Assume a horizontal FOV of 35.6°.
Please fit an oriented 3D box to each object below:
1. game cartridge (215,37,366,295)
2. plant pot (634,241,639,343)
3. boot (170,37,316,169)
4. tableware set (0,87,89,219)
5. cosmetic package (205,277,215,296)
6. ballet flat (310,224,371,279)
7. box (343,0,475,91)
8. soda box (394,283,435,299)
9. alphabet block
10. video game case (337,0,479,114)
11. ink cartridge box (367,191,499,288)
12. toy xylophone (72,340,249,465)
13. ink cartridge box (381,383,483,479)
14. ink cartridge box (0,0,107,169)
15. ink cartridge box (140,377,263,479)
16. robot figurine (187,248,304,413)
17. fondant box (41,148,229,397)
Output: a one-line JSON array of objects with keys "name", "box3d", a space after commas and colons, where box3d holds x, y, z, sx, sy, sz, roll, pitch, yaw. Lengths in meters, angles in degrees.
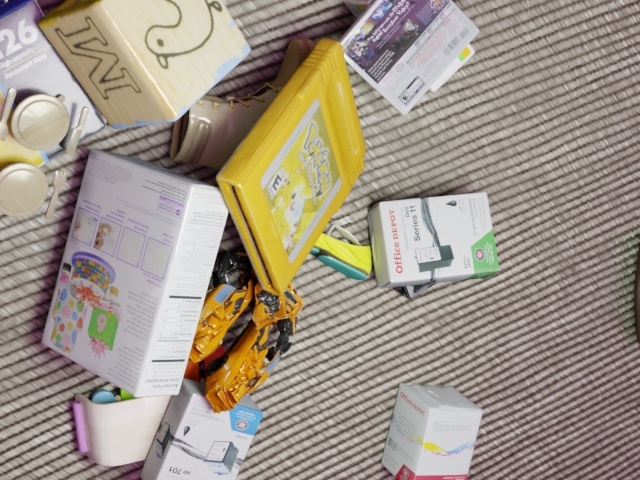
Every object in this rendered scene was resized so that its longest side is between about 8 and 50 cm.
[{"name": "game cartridge", "box3d": [-0.030, -0.116, 1.608, 0.323, 0.053, 0.285, -56, 149, -28]}, {"name": "plant pot", "box3d": [0.743, 0.121, 2.080, 0.215, 0.215, 0.230, -4, 121, -23]}, {"name": "boot", "box3d": [-0.126, -0.229, 1.640, 0.204, 0.095, 0.262, 15, 101, -25]}, {"name": "tableware set", "box3d": [-0.438, -0.130, 1.489, 0.128, 0.039, 0.194, 12, 106, -39]}, {"name": "cosmetic package", "box3d": [-0.220, 0.120, 1.726, 0.115, 0.041, 0.060, -30, 115, -14]}, {"name": "ballet flat", "box3d": [0.000, 0.000, 1.780, 0.231, 0.077, 0.077, 24, 73, -30]}, {"name": "box", "box3d": [0.150, -0.368, 1.707, 0.103, 0.114, 0.203, -44, 116, -5]}, {"name": "soda box", "box3d": [0.214, 0.042, 1.885, 0.169, 0.060, 0.053, -29, 116, -15]}, {"name": "alphabet block", "box3d": [-0.258, -0.301, 1.475, 0.192, 0.193, 0.197, -50, 121, -30]}, {"name": "video game case", "box3d": [0.142, -0.331, 1.639, 0.173, 0.022, 0.190, 39, 96, -26]}, {"name": "ink cartridge box", "box3d": [0.202, 0.000, 1.806, 0.208, 0.087, 0.153, -6, 81, -12]}, {"name": "toy xylophone", "box3d": [-0.262, 0.272, 1.729, 0.323, 0.081, 0.236, -1, 105, -24]}, {"name": "ink cartridge box", "box3d": [0.217, 0.383, 1.947, 0.127, 0.128, 0.176, 6, 103, -25]}, {"name": "ink cartridge box", "box3d": [-0.522, -0.227, 1.478, 0.304, 0.072, 0.307, -33, 117, -12]}, {"name": "ink cartridge box", "box3d": [-0.201, 0.345, 1.685, 0.140, 0.082, 0.190, 20, 94, -27]}, {"name": "robot figurine", "box3d": [-0.126, 0.141, 1.676, 0.211, 0.085, 0.291, 57, 42, -19]}, {"name": "fondant box", "box3d": [-0.290, 0.047, 1.551, 0.096, 0.238, 0.330, 9, 99, -54]}]
